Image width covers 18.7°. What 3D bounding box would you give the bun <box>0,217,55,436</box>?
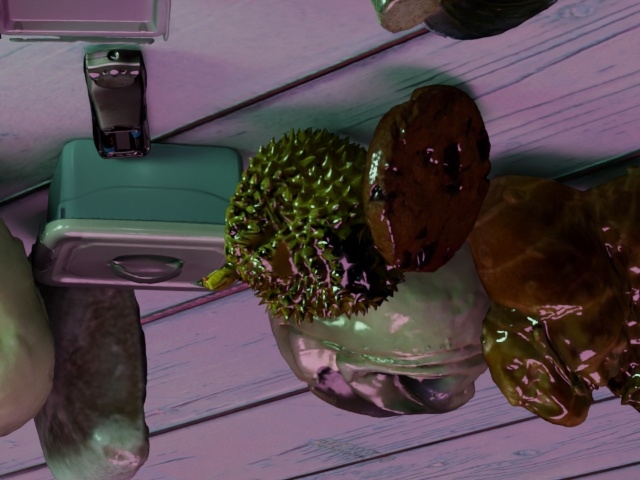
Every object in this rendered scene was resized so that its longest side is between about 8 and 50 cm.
[{"bbox_3d":[-0.419,0.058,1.996,0.361,0.213,0.361,24,152,14],"label":"bun"}]

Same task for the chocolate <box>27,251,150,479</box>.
[{"bbox_3d":[-0.266,0.124,2.100,0.100,0.303,0.185,2,158,-34],"label":"chocolate"}]

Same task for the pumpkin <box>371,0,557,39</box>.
[{"bbox_3d":[0.087,-0.275,1.158,0.293,0.263,0.197,13,151,-43],"label":"pumpkin"}]

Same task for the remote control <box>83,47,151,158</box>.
[{"bbox_3d":[-0.191,-0.127,1.838,0.059,0.028,0.212,-1,160,-3],"label":"remote control"}]

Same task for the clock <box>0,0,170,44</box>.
[{"bbox_3d":[-0.186,-0.225,1.515,0.147,0.071,0.192,-1,159,-6],"label":"clock"}]

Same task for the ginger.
[{"bbox_3d":[0.322,0.059,2.066,0.357,0.274,0.152,1,168,-11],"label":"ginger"}]

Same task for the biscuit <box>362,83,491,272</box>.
[{"bbox_3d":[0.105,-0.058,1.861,0.049,0.192,0.192,16,174,38],"label":"biscuit"}]

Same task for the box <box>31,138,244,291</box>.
[{"bbox_3d":[-0.180,-0.018,1.993,0.227,0.130,0.162,2,159,-15],"label":"box"}]

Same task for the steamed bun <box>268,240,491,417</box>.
[{"bbox_3d":[0.088,0.107,2.265,0.275,0.206,0.320,-13,161,20],"label":"steamed bun"}]

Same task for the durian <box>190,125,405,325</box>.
[{"bbox_3d":[0.000,0.000,1.901,0.138,0.237,0.193,26,140,41],"label":"durian"}]
